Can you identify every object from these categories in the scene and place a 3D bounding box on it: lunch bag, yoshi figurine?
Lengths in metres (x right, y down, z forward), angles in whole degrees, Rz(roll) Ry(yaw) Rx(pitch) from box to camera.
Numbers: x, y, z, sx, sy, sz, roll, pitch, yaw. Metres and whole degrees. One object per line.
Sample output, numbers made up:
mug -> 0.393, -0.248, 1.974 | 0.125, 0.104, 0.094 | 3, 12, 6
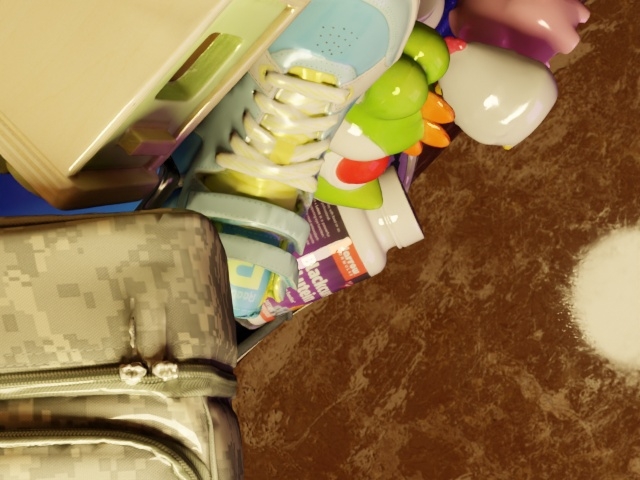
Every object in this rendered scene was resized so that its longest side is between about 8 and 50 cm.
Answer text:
lunch bag -> -0.184, 0.121, 0.930 | 0.305, 0.256, 0.212 | -3, 175, -2
yoshi figurine -> -0.018, -0.142, 1.461 | 0.203, 0.203, 0.362 | 3, 168, -23

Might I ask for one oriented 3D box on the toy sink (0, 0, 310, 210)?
toy sink -> -0.132, -0.101, 0.936 | 0.234, 0.131, 0.153 | -46, 173, 11

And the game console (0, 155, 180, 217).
game console -> -0.248, -0.013, 1.233 | 0.250, 0.173, 0.293 | 14, 126, -46

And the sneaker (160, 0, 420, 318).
sneaker -> -0.026, -0.062, 1.170 | 0.319, 0.127, 0.208 | 131, -30, -56

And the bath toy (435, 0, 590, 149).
bath toy -> 0.195, -0.239, 1.676 | 0.151, 0.129, 0.348 | -40, -160, 49

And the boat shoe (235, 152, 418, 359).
boat shoe -> -0.076, 0.014, 1.778 | 0.500, 0.187, 0.156 | -46, 177, 26

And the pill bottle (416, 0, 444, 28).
pill bottle -> 0.074, -0.225, 1.599 | 0.086, 0.086, 0.152 | -44, 179, -8

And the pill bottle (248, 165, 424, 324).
pill bottle -> 0.000, 0.000, 1.638 | 0.193, 0.108, 0.108 | -24, 175, 6

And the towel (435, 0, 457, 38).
towel -> 0.122, -0.249, 1.845 | 0.227, 0.076, 0.308 | -49, 173, 35
